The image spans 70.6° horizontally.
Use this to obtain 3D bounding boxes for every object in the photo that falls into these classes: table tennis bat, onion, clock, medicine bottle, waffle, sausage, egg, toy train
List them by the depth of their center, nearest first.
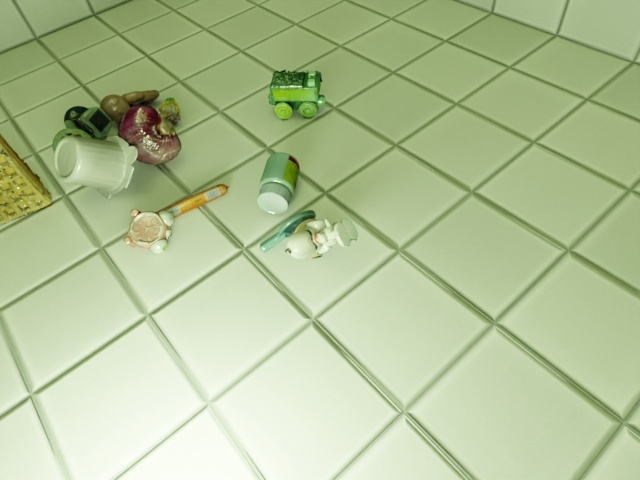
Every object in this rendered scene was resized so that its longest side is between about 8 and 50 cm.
[{"bbox_3d":[-0.118,-0.034,1.628,0.237,0.149,0.038,-34,76,5],"label":"table tennis bat"},{"bbox_3d":[-0.634,-0.036,1.701,0.162,0.092,0.165,8,77,9],"label":"clock"},{"bbox_3d":[-0.165,-0.226,1.770,0.139,0.139,0.225,3,52,9],"label":"medicine bottle"},{"bbox_3d":[-1.288,-0.243,1.772,0.261,0.376,0.114,-26,54,-11],"label":"waffle"},{"bbox_3d":[-0.523,-0.147,1.806,0.348,0.053,0.053,-27,54,-14],"label":"sausage"},{"bbox_3d":[-0.785,-0.423,1.949,0.349,0.267,0.159,-6,45,33],"label":"onion"},{"bbox_3d":[-1.105,-0.422,2.024,0.169,0.169,0.231,-36,46,-20],"label":"egg"},{"bbox_3d":[-0.112,-0.676,2.092,0.272,0.188,0.159,3,53,7],"label":"toy train"},{"bbox_3d":[-1.089,-0.549,2.112,0.244,0.199,0.146,11,66,38],"label":"clock"}]

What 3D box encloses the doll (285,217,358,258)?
[{"bbox_3d":[0.017,-0.009,1.507,0.272,0.143,0.208,-19,11,34],"label":"doll"}]

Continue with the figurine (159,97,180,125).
[{"bbox_3d":[-0.745,-0.621,2.192,0.115,0.095,0.156,-24,69,14],"label":"figurine"}]

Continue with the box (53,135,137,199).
[{"bbox_3d":[-0.904,-0.312,1.800,0.291,0.206,0.262,-13,84,32],"label":"box"}]

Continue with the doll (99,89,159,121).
[{"bbox_3d":[-0.926,-0.654,2.229,0.303,0.156,0.201,-30,10,-38],"label":"doll"}]
